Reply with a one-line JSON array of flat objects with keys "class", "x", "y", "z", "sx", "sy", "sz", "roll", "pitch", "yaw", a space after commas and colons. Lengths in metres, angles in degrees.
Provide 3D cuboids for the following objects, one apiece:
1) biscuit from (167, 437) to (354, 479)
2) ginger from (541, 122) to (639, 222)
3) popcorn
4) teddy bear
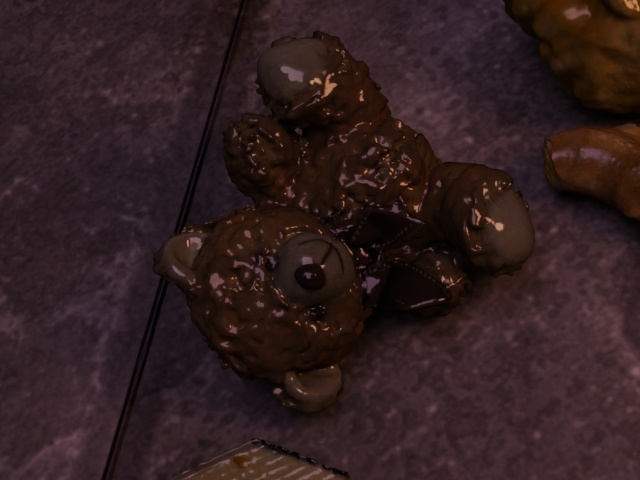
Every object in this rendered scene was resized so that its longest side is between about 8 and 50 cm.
[{"class": "biscuit", "x": -0.018, "y": 0.258, "z": 0.915, "sx": 0.147, "sy": 0.046, "sz": 0.250, "roll": -27, "pitch": 55, "yaw": 3}, {"class": "ginger", "x": 0.292, "y": -0.013, "z": 0.964, "sx": 0.118, "sy": 0.065, "sz": 0.299, "roll": -39, "pitch": 55, "yaw": -24}, {"class": "popcorn", "x": 0.277, "y": -0.220, "z": 1.022, "sx": 0.233, "sy": 0.192, "sz": 0.266, "roll": -46, "pitch": 52, "yaw": -11}, {"class": "teddy bear", "x": 0.000, "y": 0.000, "z": 1.006, "sx": 0.267, "sy": 0.156, "sz": 0.256, "roll": 42, "pitch": 73, "yaw": 4}]
